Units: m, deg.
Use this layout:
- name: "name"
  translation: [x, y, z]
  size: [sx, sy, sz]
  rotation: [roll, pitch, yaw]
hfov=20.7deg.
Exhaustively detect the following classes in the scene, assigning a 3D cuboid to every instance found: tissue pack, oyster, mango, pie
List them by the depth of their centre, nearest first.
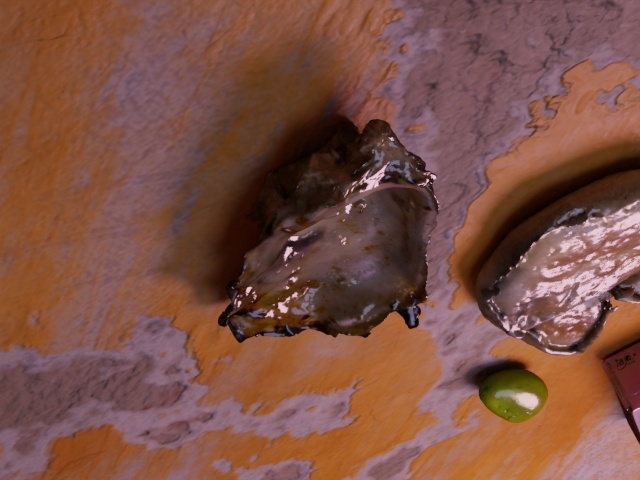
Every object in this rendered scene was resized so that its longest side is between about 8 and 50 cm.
- name: "oyster"
  translation: [-0.002, -0.006, 1.750]
  size: [0.221, 0.096, 0.361]
  rotation: [-13, 147, -10]
- name: "pie"
  translation: [0.335, 0.019, 2.043]
  size: [0.337, 0.075, 0.337]
  rotation: [-14, 143, -11]
- name: "mango"
  translation: [0.248, 0.198, 2.264]
  size: [0.108, 0.056, 0.073]
  rotation: [11, 128, -41]
- name: "tissue pack"
  translation: [0.488, 0.214, 2.421]
  size: [0.148, 0.092, 0.246]
  rotation: [-28, 149, 2]
